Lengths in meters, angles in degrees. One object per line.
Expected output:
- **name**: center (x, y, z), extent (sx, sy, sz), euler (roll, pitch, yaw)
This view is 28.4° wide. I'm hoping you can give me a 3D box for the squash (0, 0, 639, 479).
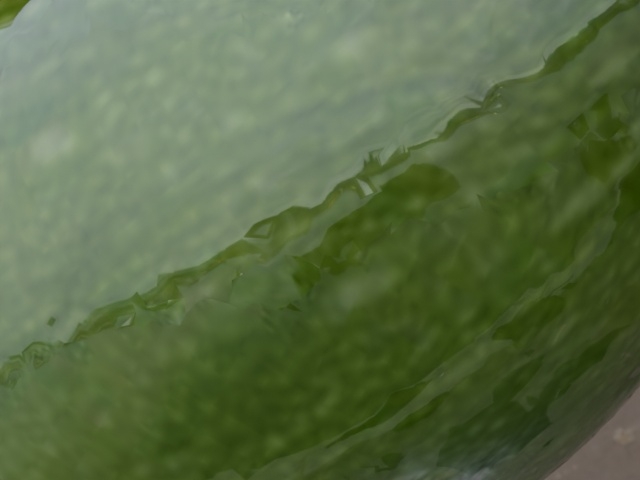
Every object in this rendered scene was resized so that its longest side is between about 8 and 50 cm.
- **squash**: center (-0.013, -0.016, 0.419), extent (0.309, 0.310, 0.310), euler (-35, 6, 41)
